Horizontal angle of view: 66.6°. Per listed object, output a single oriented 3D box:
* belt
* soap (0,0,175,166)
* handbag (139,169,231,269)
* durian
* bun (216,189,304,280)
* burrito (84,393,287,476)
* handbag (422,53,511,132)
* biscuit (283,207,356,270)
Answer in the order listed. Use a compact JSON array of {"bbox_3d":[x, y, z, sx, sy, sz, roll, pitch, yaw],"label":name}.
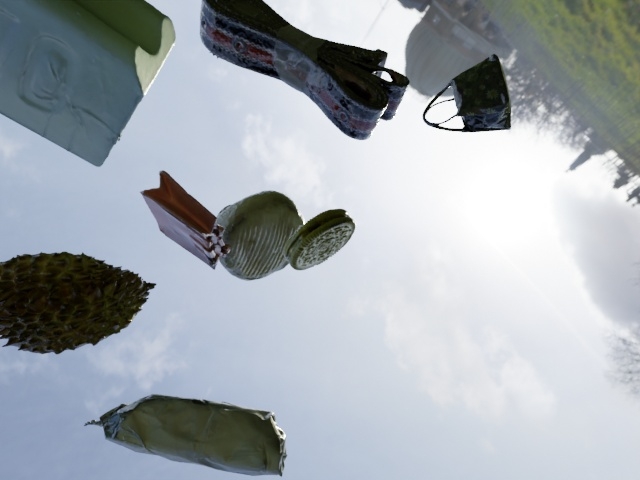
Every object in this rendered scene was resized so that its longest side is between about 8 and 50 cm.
[{"bbox_3d":[-0.037,-0.290,0.780,0.359,0.094,0.126,28,-118,4],"label":"belt"},{"bbox_3d":[-0.302,-0.212,0.456,0.289,0.173,0.095,32,-134,-25],"label":"soap"},{"bbox_3d":[-0.251,-0.030,0.931,0.157,0.212,0.059,36,-110,8],"label":"handbag"},{"bbox_3d":[-0.371,0.090,0.701,0.252,0.139,0.144,-15,-95,-14],"label":"durian"},{"bbox_3d":[-0.153,-0.020,1.185,0.239,0.239,0.141,-3,-144,-38],"label":"bun"},{"bbox_3d":[-0.287,0.414,1.069,0.445,0.101,0.139,12,-110,-3],"label":"burrito"},{"bbox_3d":[0.235,-0.222,0.796,0.072,0.139,0.115,41,-138,-52],"label":"handbag"},{"bbox_3d":[0.000,0.000,0.517,0.084,0.084,0.023,-14,-121,-43],"label":"biscuit"}]
